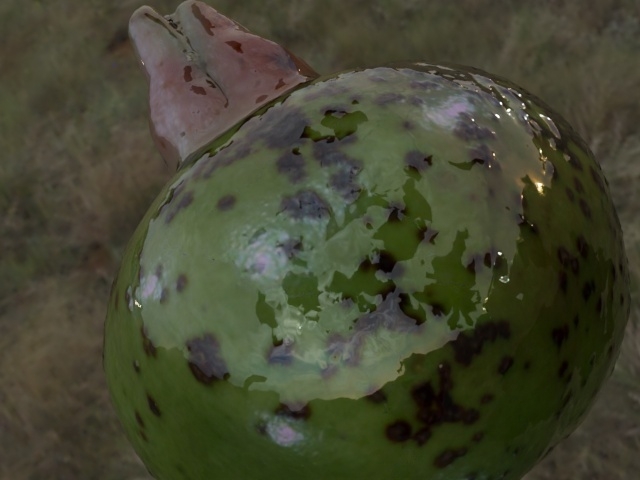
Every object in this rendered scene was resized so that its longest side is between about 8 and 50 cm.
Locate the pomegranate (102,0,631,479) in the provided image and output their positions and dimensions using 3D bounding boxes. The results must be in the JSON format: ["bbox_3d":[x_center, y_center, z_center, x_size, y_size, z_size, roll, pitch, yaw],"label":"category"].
[{"bbox_3d":[0.000,0.000,0.553,0.214,0.214,0.248,-33,72,-13],"label":"pomegranate"}]
